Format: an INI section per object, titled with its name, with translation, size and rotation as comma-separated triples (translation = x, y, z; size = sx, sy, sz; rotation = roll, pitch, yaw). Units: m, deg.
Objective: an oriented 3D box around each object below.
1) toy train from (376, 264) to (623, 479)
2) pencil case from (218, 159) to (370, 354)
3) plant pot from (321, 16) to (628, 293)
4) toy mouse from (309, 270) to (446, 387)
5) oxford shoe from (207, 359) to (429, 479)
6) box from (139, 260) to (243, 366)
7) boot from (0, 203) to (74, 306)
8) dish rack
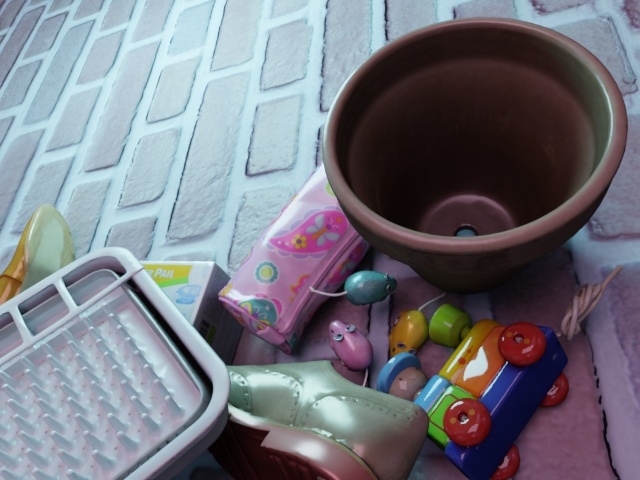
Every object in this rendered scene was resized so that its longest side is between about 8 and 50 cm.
[toy train]
translation = 0.176, 0.102, 0.558
size = 0.248, 0.105, 0.143
rotation = -50, 38, -13
[pencil case]
translation = 0.000, 0.000, 0.689
size = 0.124, 0.124, 0.284
rotation = 28, 71, 37
[plant pot]
translation = 0.153, -0.052, 0.572
size = 0.263, 0.229, 0.263
rotation = -7, 58, 12
[toy mouse]
translation = 0.052, 0.086, 0.610
size = 0.143, 0.031, 0.161
rotation = 33, 73, -3
[oxford shoe]
translation = -0.040, 0.186, 0.580
size = 0.348, 0.123, 0.130
rotation = 8, 35, 46
[box]
translation = -0.214, 0.099, 0.732
size = 0.203, 0.103, 0.114
rotation = -1, 58, 25
[boot]
translation = -0.520, 0.089, 0.883
size = 0.211, 0.104, 0.295
rotation = -19, 56, 12
[dish rack]
translation = -0.259, 0.163, 0.551
size = 0.285, 0.072, 0.333
rotation = -35, 43, -21
